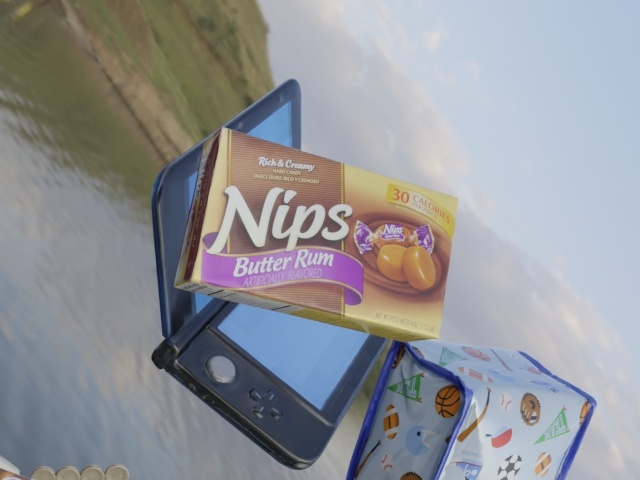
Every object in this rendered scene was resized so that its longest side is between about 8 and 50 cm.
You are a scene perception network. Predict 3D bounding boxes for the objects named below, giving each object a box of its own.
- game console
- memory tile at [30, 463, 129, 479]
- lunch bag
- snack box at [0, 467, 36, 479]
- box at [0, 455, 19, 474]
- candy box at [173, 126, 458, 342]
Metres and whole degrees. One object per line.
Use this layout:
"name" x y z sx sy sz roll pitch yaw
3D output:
"game console" -0.022 0.019 0.858 0.250 0.173 0.293 38 36 2
"memory tile" -0.373 0.396 1.395 0.012 0.148 0.113 -117 -150 -67
"lunch bag" 0.229 0.383 1.476 0.327 0.386 0.239 13 14 -36
"snack box" -0.153 0.217 0.617 0.178 0.022 0.064 29 41 -23
"box" -0.498 0.231 1.058 0.113 0.094 0.275 10 -32 47
"candy box" 0.000 0.000 0.637 0.186 0.109 0.053 16 -14 -21
